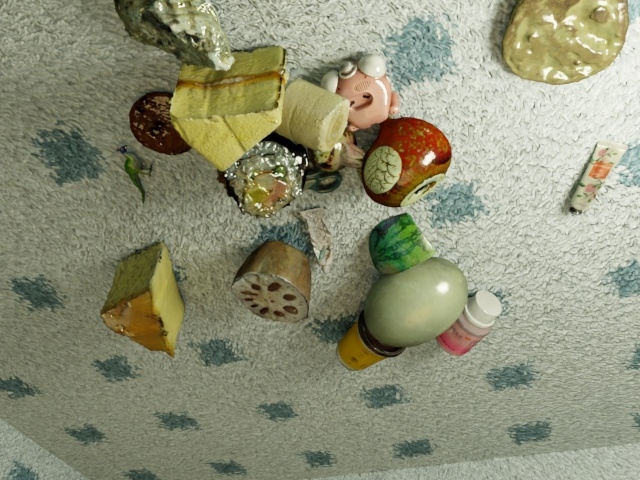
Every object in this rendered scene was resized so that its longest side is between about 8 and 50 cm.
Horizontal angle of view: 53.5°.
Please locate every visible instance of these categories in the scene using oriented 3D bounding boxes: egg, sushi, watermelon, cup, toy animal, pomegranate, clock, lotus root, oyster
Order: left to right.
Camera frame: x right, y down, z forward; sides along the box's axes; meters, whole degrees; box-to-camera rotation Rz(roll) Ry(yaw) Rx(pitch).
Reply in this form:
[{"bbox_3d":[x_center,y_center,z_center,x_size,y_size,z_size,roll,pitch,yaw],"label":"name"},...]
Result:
[{"bbox_3d":[-0.503,-0.181,1.793,0.075,0.041,0.216,-2,140,8],"label":"toy animal"},{"bbox_3d":[-0.322,-0.477,1.396,0.268,0.112,0.198,13,138,14],"label":"oyster"},{"bbox_3d":[-0.166,-0.187,1.663,0.225,0.219,0.238,-6,104,-21],"label":"sushi"},{"bbox_3d":[-0.137,0.120,1.985,0.272,0.191,0.272,7,145,5],"label":"lotus root"},{"bbox_3d":[0.044,-0.239,1.615,0.163,0.125,0.138,-3,-175,43],"label":"pomegranate"},{"bbox_3d":[0.097,-0.357,1.531,0.166,0.092,0.162,-19,129,23],"label":"clock"},{"bbox_3d":[0.174,0.346,2.211,0.197,0.196,0.279,20,143,-17],"label":"cup"},{"bbox_3d":[0.217,0.008,1.911,0.231,0.128,0.146,-24,112,28],"label":"watermelon"},{"bbox_3d":[0.293,0.191,1.976,0.352,0.258,0.258,-32,127,22],"label":"egg"}]

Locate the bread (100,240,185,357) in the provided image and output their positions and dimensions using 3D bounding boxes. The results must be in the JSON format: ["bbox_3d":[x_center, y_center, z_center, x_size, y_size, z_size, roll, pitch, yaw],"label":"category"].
[{"bbox_3d":[-0.507,0.195,2.047,0.279,0.248,0.315,-31,130,33],"label":"bread"}]

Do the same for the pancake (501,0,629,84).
[{"bbox_3d":[0.541,-0.473,1.409,0.295,0.049,0.294,1,140,1],"label":"pancake"}]

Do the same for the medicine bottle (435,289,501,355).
[{"bbox_3d":[0.497,0.276,2.136,0.147,0.147,0.247,17,135,-14],"label":"medicine bottle"}]

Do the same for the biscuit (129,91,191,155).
[{"bbox_3d":[-0.403,-0.300,1.653,0.192,0.049,0.192,-1,139,-1],"label":"biscuit"}]

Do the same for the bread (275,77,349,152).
[{"bbox_3d":[-0.020,-0.292,1.500,0.141,0.134,0.148,25,160,14],"label":"bread"}]

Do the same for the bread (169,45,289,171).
[{"bbox_3d":[-0.198,-0.344,1.438,0.236,0.263,0.198,-26,134,29],"label":"bread"}]

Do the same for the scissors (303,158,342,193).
[{"bbox_3d":[-0.082,-0.146,1.799,0.289,0.041,0.138,-23,138,24],"label":"scissors"}]

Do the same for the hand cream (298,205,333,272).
[{"bbox_3d":[0.000,-0.002,1.943,0.084,0.050,0.256,-8,129,9],"label":"hand cream"}]

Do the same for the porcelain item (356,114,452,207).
[{"bbox_3d":[0.201,-0.217,1.618,0.253,0.252,0.252,2,137,2],"label":"porcelain item"}]

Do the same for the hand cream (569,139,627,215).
[{"bbox_3d":[0.744,-0.167,1.727,0.080,0.050,0.233,11,130,-2],"label":"hand cream"}]
